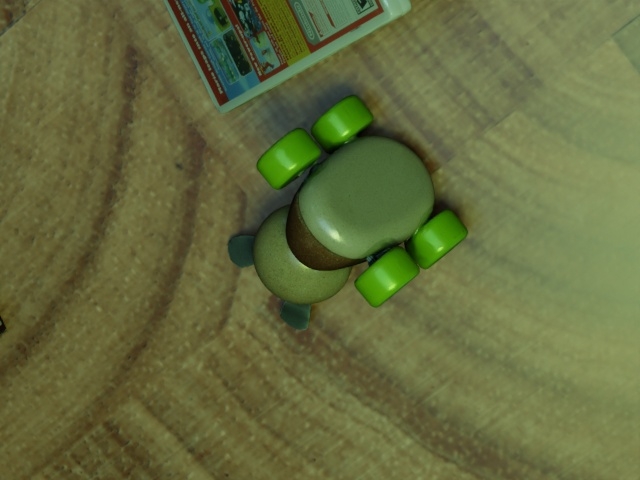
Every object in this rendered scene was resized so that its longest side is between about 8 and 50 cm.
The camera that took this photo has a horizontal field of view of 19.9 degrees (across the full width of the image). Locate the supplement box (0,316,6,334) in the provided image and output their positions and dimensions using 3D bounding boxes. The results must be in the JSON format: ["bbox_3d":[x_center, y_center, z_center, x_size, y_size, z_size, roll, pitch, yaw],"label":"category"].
[{"bbox_3d":[-0.399,0.006,1.654,0.130,0.073,0.239,-24,93,16],"label":"supplement box"}]

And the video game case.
[{"bbox_3d":[-0.053,-0.230,1.464,0.285,0.025,0.204,-21,96,57],"label":"video game case"}]

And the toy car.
[{"bbox_3d":[0.000,0.000,1.556,0.155,0.149,0.188,51,135,4],"label":"toy car"}]
